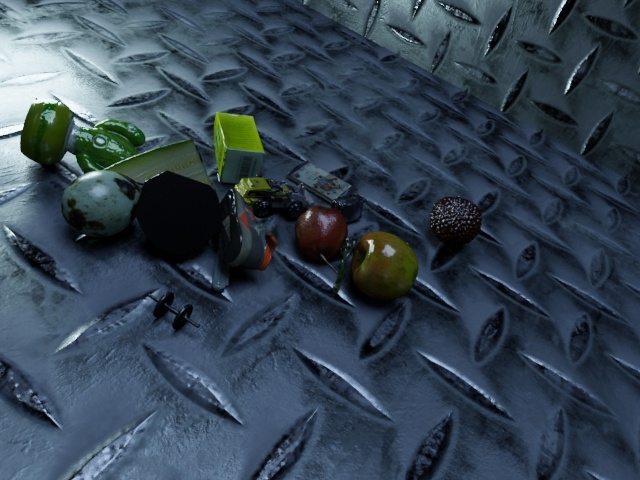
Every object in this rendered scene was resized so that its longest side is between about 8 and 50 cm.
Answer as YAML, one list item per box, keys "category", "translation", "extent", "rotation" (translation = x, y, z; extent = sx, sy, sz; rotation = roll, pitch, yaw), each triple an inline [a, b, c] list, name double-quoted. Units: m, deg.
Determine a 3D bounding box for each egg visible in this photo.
- category: "egg"
  translation: [-0.559, -0.100, 1.368]
  extent: [0.169, 0.169, 0.231]
  rotation: [30, 27, 10]

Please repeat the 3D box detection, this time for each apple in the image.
- category: "apple"
  translation: [0.186, 0.075, 1.513]
  extent: [0.195, 0.196, 0.196]
  rotation: [14, 38, -11]

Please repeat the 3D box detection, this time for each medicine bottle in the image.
- category: "medicine bottle"
  translation: [-0.282, -0.312, 1.784]
  extent: [0.141, 0.137, 0.250]
  rotation: [3, 40, -23]

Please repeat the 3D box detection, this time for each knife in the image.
- category: "knife"
  translation: [-0.265, 0.076, 1.419]
  extent: [0.044, 0.023, 0.162]
  rotation: [13, 39, -14]

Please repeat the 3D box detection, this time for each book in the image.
- category: "book"
  translation: [0.008, -0.208, 1.895]
  extent: [0.231, 0.026, 0.157]
  rotation: [32, 39, 12]

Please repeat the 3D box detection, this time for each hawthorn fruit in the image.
- category: "hawthorn fruit"
  translation: [0.000, 0.000, 1.562]
  extent: [0.162, 0.163, 0.204]
  rotation: [14, 57, -10]

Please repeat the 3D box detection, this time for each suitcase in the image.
- category: "suitcase"
  translation: [0.089, -0.106, 1.764]
  extent: [0.126, 0.086, 0.059]
  rotation: [-16, 36, -39]

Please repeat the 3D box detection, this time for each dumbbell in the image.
- category: "dumbbell"
  translation: [-0.345, 0.165, 1.234]
  extent: [0.147, 0.069, 0.069]
  rotation: [30, 38, 11]

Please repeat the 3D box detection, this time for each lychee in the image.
- category: "lychee"
  translation: [0.470, -0.062, 1.835]
  extent: [0.188, 0.188, 0.188]
  rotation: [14, 38, -11]

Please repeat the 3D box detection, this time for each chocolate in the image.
- category: "chocolate"
  translation: [-0.399, -0.063, 1.459]
  extent: [0.224, 0.206, 0.177]
  rotation: [18, -8, -21]

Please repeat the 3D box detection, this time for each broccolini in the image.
- category: "broccolini"
  translation: [0.070, 0.059, 1.584]
  extent: [0.071, 0.058, 0.254]
  rotation: [-16, 28, 22]

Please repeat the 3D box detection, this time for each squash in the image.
- category: "squash"
  translation: [-0.481, -0.169, 1.550]
  extent: [0.288, 0.203, 0.111]
  rotation: [-31, 23, -27]

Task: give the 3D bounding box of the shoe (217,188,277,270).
- category: "shoe"
  translation: [-0.202, -0.025, 1.494]
  extent: [0.171, 0.132, 0.336]
  rotation: [27, 21, -30]

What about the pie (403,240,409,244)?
- category: "pie"
  translation: [0.231, 0.026, 1.717]
  extent: [0.169, 0.034, 0.092]
  rotation: [-3, 40, -30]

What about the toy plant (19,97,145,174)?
- category: "toy plant"
  translation: [-0.679, -0.277, 1.529]
  extent: [0.315, 0.184, 0.224]
  rotation: [15, 64, -20]

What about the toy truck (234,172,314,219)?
- category: "toy truck"
  translation: [-0.131, -0.143, 1.675]
  extent: [0.285, 0.111, 0.136]
  rotation: [-1, 41, -36]
